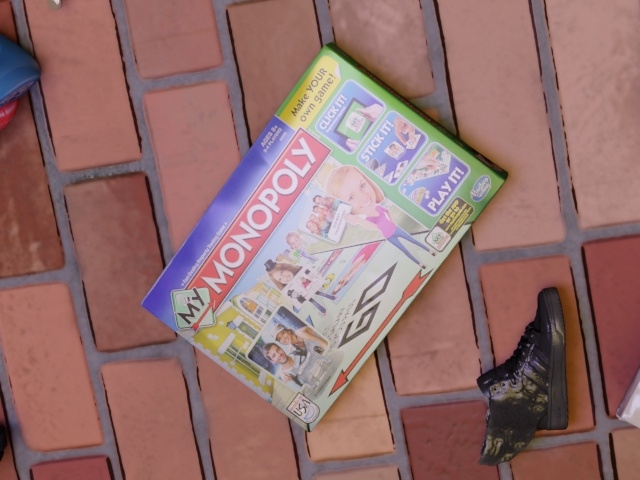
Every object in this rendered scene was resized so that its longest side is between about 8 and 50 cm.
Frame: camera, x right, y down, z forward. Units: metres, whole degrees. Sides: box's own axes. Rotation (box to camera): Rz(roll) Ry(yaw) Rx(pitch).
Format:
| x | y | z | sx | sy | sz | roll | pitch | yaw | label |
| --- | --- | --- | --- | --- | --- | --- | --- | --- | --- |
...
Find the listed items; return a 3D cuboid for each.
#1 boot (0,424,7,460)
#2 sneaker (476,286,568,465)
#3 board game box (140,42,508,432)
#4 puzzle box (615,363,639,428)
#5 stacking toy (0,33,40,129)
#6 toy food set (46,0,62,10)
| x | y | z | sx | sy | sz | roll | pitch | yaw | label |
| --- | --- | --- | --- | --- | --- | --- | --- | --- | --- |
| -0.425 | 0.294 | 1.481 | 0.246 | 0.094 | 0.207 | -4 | 96 | 18 | boot |
| 0.190 | 0.130 | 1.365 | 0.089 | 0.051 | 0.170 | -4 | 103 | 6 | sneaker |
| 0.000 | 0.000 | 1.378 | 0.213 | 0.046 | 0.317 | 36 | 104 | 1 | board game box |
| 0.473 | 0.039 | 1.262 | 0.272 | 0.052 | 0.409 | 28 | 93 | 3 | puzzle box |
| -0.414 | -0.079 | 1.396 | 0.165 | 0.175 | 0.302 | 33 | 116 | 1 | stacking toy |
| -0.191 | -0.305 | 1.364 | 0.192 | 0.038 | 0.132 | -17 | 104 | 7 | toy food set |
